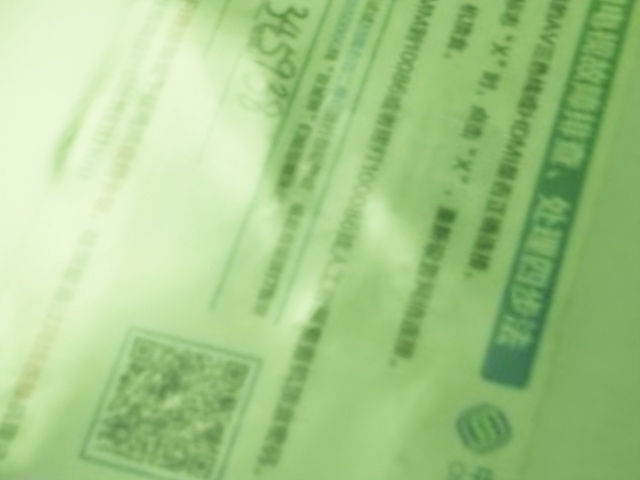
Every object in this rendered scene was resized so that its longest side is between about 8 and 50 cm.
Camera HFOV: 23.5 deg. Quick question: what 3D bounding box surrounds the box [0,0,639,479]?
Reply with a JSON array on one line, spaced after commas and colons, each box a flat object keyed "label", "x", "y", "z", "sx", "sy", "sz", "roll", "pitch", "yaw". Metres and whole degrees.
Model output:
[{"label": "box", "x": 0.000, "y": 0.001, "z": 0.635, "sx": 0.397, "sy": 0.111, "sz": 0.396, "roll": 13, "pitch": 66, "yaw": 15}]
